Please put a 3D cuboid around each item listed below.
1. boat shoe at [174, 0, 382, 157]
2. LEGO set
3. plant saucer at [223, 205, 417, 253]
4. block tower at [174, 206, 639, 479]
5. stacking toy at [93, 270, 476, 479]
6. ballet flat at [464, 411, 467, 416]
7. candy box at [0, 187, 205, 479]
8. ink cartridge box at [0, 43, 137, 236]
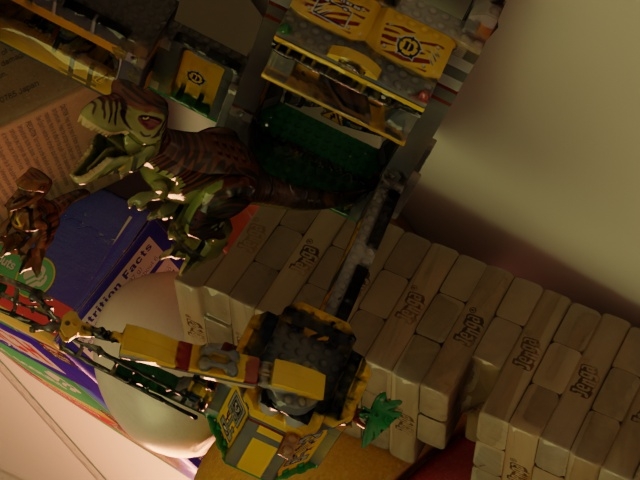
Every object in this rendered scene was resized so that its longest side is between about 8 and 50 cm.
[{"bbox_3d":[-0.047,-0.097,0.862,0.184,0.066,0.063,34,157,-7],"label":"boat shoe"},{"bbox_3d":[-0.071,-0.064,0.686,0.331,0.255,0.192,33,147,4],"label":"LEGO set"},{"bbox_3d":[0.000,0.000,0.984,0.200,0.037,0.200,33,156,17],"label":"plant saucer"},{"bbox_3d":[0.087,0.076,0.849,0.335,0.097,0.091,22,146,17],"label":"block tower"},{"bbox_3d":[0.033,0.196,0.945,0.480,0.350,0.350,45,158,12],"label":"stacking toy"},{"bbox_3d":[0.062,0.241,1.197,0.139,0.139,0.400,37,156,12],"label":"ballet flat"},{"bbox_3d":[-0.190,0.050,1.202,0.268,0.122,0.317,26,163,33],"label":"candy box"},{"bbox_3d":[-0.207,-0.067,0.925,0.088,0.193,0.235,61,171,9],"label":"ink cartridge box"}]
